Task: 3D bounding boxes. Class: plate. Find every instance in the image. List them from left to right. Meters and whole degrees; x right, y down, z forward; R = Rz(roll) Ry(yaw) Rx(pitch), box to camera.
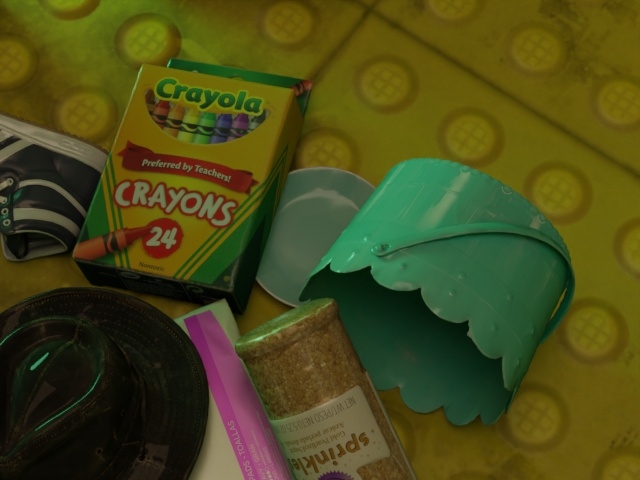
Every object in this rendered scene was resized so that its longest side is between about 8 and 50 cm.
[{"bbox_3d":[0.000,0.000,1.765,0.188,0.024,0.188,0,67,-1],"label":"plate"}]

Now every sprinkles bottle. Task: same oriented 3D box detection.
[{"bbox_3d":[0.034,0.242,1.549,0.121,0.121,0.355,-26,93,-10],"label":"sprinkles bottle"}]

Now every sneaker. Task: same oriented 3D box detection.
[{"bbox_3d":[-0.401,-0.072,1.751,0.282,0.099,0.153,16,67,3],"label":"sneaker"}]

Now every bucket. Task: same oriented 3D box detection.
[{"bbox_3d":[0.133,0.055,1.618,0.281,0.281,0.183,28,66,11],"label":"bucket"}]

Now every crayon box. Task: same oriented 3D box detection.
[{"bbox_3d":[-0.147,-0.087,1.754,0.202,0.081,0.319,10,67,14],"label":"crayon box"}]

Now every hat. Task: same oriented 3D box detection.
[{"bbox_3d":[-0.278,0.180,1.524,0.331,0.134,0.331,-2,66,4],"label":"hat"}]

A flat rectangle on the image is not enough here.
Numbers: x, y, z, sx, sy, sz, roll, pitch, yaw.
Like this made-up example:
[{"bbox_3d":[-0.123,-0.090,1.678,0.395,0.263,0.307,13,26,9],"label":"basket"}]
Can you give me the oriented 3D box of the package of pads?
[{"bbox_3d":[-0.159,0.240,1.625,0.229,0.101,0.297,-21,69,-8],"label":"package of pads"}]
